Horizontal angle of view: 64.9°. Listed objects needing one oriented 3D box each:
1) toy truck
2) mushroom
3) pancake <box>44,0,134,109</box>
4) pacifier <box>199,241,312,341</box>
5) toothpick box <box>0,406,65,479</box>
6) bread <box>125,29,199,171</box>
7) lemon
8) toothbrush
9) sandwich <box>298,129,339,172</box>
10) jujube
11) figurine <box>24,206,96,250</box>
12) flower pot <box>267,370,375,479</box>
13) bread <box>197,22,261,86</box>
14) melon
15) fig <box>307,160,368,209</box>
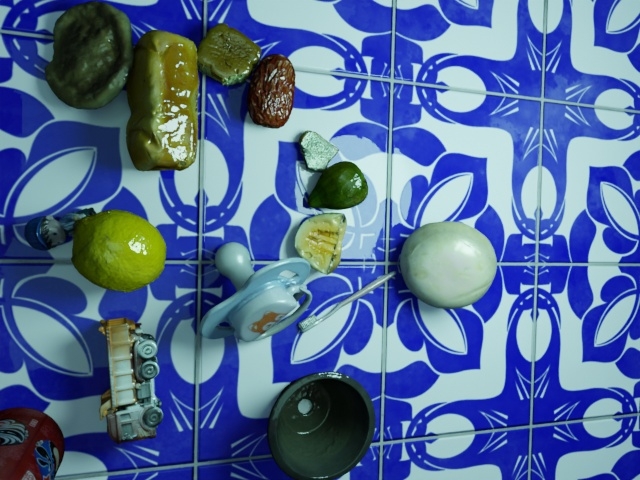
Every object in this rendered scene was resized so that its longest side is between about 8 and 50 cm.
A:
[{"bbox_3d":[-0.434,0.313,1.135,0.135,0.114,0.270,-5,93,-21],"label":"toy truck"},{"bbox_3d":[0.341,0.057,1.341,0.246,0.202,0.245,8,113,20],"label":"mushroom"},{"bbox_3d":[-0.503,-0.402,1.088,0.223,0.042,0.236,29,92,14],"label":"pancake"},{"bbox_3d":[-0.168,0.105,1.195,0.299,0.244,0.233,-38,71,10],"label":"pacifier"},{"bbox_3d":[-0.628,0.473,0.962,0.204,0.333,0.204,-1,92,-17],"label":"toothpick box"},{"bbox_3d":[-0.353,-0.299,1.120,0.132,0.167,0.294,4,89,-41],"label":"bread"},{"bbox_3d":[-0.435,0.024,1.093,0.181,0.193,0.180,-7,60,13],"label":"lemon"},{"bbox_3d":[0.075,0.155,1.338,0.307,0.025,0.029,-30,92,-14],"label":"toothbrush"},{"bbox_3d":[-0.017,-0.227,1.292,0.105,0.036,0.093,39,81,-14],"label":"sandwich"},{"bbox_3d":[-0.117,-0.361,1.220,0.109,0.112,0.176,8,88,8],"label":"jujube"},{"bbox_3d":[-0.566,-0.031,1.102,0.149,0.086,0.087,-27,61,-26],"label":"figurine"},{"bbox_3d":[-0.018,0.436,1.245,0.269,0.166,0.268,-1,92,-21],"label":"flower pot"},{"bbox_3d":[-0.224,-0.438,1.204,0.140,0.069,0.127,28,84,-15],"label":"bread"},{"bbox_3d":[0.000,0.000,1.289,0.128,0.079,0.160,16,87,1],"label":"melon"},{"bbox_3d":[0.037,-0.129,1.272,0.156,0.123,0.123,-23,99,-1],"label":"fig"}]
